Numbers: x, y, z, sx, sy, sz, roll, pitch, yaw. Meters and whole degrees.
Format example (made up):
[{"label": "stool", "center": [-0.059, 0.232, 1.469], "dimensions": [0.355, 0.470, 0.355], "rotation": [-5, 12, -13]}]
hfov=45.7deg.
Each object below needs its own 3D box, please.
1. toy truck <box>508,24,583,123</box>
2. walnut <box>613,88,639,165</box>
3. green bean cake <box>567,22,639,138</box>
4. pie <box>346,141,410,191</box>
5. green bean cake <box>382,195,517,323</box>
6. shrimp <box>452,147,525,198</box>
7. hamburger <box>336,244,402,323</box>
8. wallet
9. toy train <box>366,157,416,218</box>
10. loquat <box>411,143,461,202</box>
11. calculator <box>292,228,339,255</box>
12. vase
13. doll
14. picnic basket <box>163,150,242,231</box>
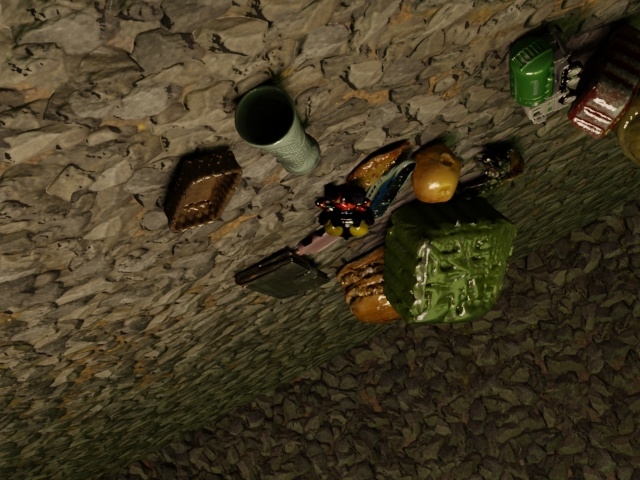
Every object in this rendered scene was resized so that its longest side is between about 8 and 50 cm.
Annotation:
[{"label": "toy truck", "center": [0.433, -0.322, 1.490], "dimensions": [0.125, 0.101, 0.242], "rotation": [-27, 161, 9]}, {"label": "walnut", "center": [0.916, -0.315, 1.992], "dimensions": [0.283, 0.227, 0.283], "rotation": [-3, 124, -4]}, {"label": "green bean cake", "center": [0.595, -0.317, 1.580], "dimensions": [0.233, 0.097, 0.198], "rotation": [-59, 176, -30]}, {"label": "pie", "center": [0.108, -0.148, 1.628], "dimensions": [0.088, 0.033, 0.191], "rotation": [-4, 152, -43]}, {"label": "green bean cake", "center": [0.347, 0.057, 2.031], "dimensions": [0.319, 0.218, 0.335], "rotation": [-9, 123, -19]}, {"label": "shrimp", "center": [0.426, -0.165, 1.998], "dimensions": [0.233, 0.071, 0.365], "rotation": [-27, 169, 18]}, {"label": "hamburger", "center": [0.180, 0.135, 2.272], "dimensions": [0.245, 0.211, 0.260], "rotation": [-4, 157, -40]}, {"label": "wallet", "center": [-0.093, 0.102, 1.999], "dimensions": [0.169, 0.044, 0.317], "rotation": [-22, 162, 12]}, {"label": "toy train", "center": [0.154, -0.127, 1.722], "dimensions": [0.052, 0.051, 0.234], "rotation": [-19, 158, -26]}, {"label": "loquat", "center": [0.255, -0.146, 1.696], "dimensions": [0.113, 0.137, 0.137], "rotation": [-7, 158, -14]}, {"label": "calculator", "center": [0.000, 0.000, 1.904], "dimensions": [0.166, 0.024, 0.103], "rotation": [-33, 162, 21]}, {"label": "vase", "center": [-0.059, -0.167, 1.231], "dimensions": [0.096, 0.096, 0.219], "rotation": [-29, 165, 7]}, {"label": "doll", "center": [0.055, -0.058, 1.719], "dimensions": [0.088, 0.127, 0.249], "rotation": [-58, 172, -15]}, {"label": "picnic basket", "center": [-0.206, -0.084, 1.306], "dimensions": [0.110, 0.055, 0.193], "rotation": [-17, 160, -31]}]
